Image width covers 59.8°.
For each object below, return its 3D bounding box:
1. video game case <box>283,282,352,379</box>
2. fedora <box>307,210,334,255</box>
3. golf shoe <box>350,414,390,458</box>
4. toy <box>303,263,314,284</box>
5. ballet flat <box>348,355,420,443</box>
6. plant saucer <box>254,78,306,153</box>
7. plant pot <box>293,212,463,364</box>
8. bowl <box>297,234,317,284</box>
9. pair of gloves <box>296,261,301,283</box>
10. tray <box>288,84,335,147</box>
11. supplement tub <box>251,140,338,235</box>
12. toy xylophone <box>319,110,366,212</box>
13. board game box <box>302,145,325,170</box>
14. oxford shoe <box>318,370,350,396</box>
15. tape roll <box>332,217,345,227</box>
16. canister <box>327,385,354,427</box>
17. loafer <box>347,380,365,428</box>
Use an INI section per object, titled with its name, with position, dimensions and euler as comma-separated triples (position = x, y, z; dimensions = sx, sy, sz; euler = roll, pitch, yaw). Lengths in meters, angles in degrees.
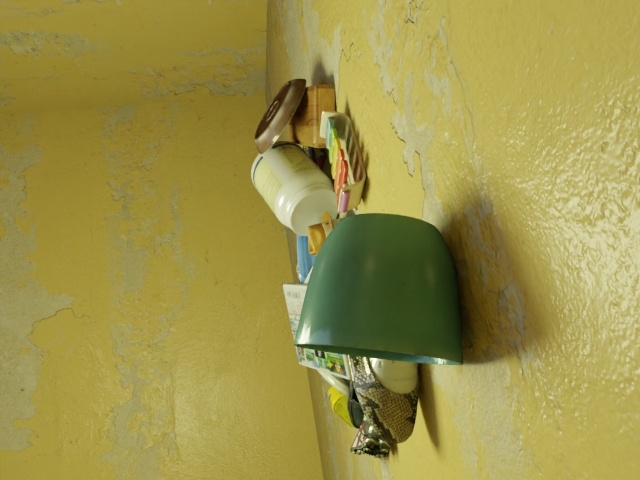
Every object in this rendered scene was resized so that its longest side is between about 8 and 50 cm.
[video game case]
position = -0.010, 0.293, 1.866
dimensions = 0.329, 0.036, 0.300
euler = -4, 99, 58
[fedora]
position = 0.000, 0.000, 1.787
dimensions = 0.194, 0.079, 0.195
euler = 173, 90, -81
[golf shoe]
position = 0.160, 0.592, 1.690
dimensions = 0.273, 0.105, 0.120
euler = 109, 171, -61
[toy]
position = 0.008, 0.169, 1.885
dimensions = 0.137, 0.056, 0.237
euler = 55, 151, 20
[ballet flat]
position = 0.144, 0.214, 1.315
dimensions = 0.182, 0.163, 0.483
euler = 123, 145, -45
[plant saucer]
position = -0.155, -0.456, 1.997
dimensions = 0.311, 0.050, 0.311
euler = -49, 22, 28
[plant pot]
position = 0.111, 0.087, 0.993
dimensions = 0.293, 0.292, 0.235
euler = 117, 160, -75
[bowl]
position = -0.017, 0.107, 2.161
dimensions = 0.391, 0.077, 0.392
euler = -7, -90, -83
[pair of gloves]
position = -0.060, 0.218, 2.170
dimensions = 0.204, 0.042, 0.240
euler = 80, -175, -51
[tray]
position = -0.042, -0.449, 2.017
dimensions = 0.411, 0.076, 0.203
euler = -144, 52, -69
[supplement tub]
position = -0.092, -0.190, 2.035
dimensions = 0.325, 0.235, 0.236
euler = 53, 152, 41
[toy xylophone]
position = 0.065, -0.218, 1.655
dimensions = 0.236, 0.081, 0.323
euler = 93, 167, -50
[board game box]
position = -0.033, -0.346, 2.311
dimensions = 0.347, 0.056, 0.208
euler = 105, 161, -68
[oxford shoe]
position = 0.053, 0.424, 2.076
dimensions = 0.169, 0.130, 0.449
euler = 44, -175, -21
[tape roll]
position = 0.075, 0.119, 1.881
dimensions = 0.392, 0.071, 0.392
euler = 173, 90, -81
[canister]
position = 0.091, 0.595, 2.019
dimensions = 0.126, 0.073, 0.170
euler = 43, 176, -6
[loafer]
position = 0.127, 0.526, 1.837
dimensions = 0.078, 0.076, 0.223
euler = -101, 9, -77
